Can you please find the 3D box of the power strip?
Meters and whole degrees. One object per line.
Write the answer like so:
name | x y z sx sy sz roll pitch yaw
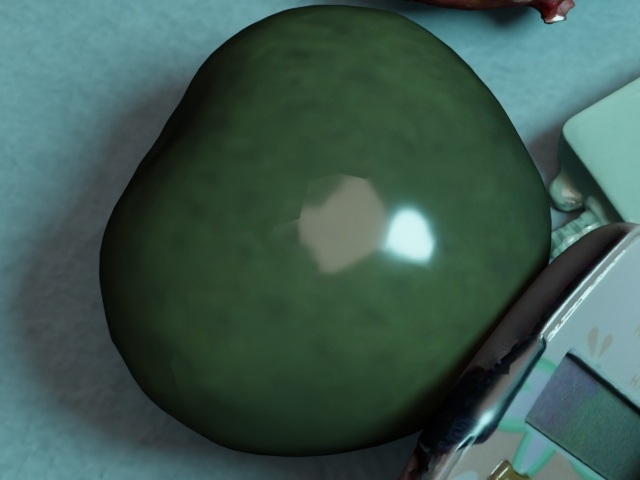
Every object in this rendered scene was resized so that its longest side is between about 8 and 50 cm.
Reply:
power strip | 0.272 -0.086 1.040 0.338 0.058 0.098 -31 73 -6

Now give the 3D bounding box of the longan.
longan | 0.000 0.000 0.945 0.246 0.215 0.246 -3 45 3

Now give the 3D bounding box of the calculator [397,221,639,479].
calculator | 0.101 0.157 0.909 0.048 0.220 0.329 26 82 42

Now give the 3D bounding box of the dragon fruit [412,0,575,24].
dragon fruit | 0.095 -0.222 1.017 0.268 0.205 0.210 -13 101 5
